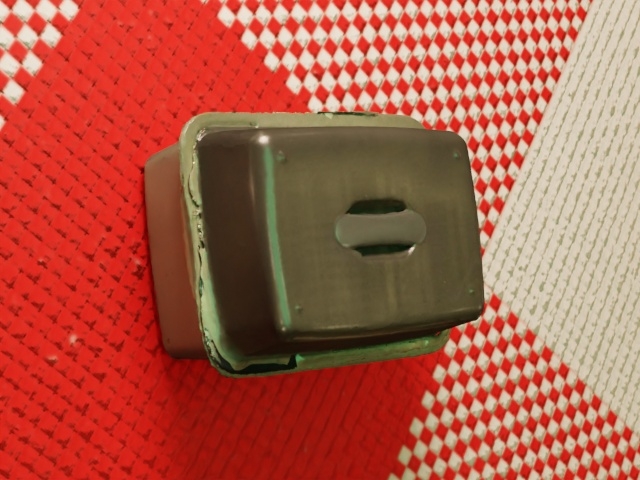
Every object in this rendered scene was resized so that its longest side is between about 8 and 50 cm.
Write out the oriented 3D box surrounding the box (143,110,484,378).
[{"bbox_3d":[0.000,0.000,1.262,0.290,0.166,0.220,-4,86,-41],"label":"box"}]
